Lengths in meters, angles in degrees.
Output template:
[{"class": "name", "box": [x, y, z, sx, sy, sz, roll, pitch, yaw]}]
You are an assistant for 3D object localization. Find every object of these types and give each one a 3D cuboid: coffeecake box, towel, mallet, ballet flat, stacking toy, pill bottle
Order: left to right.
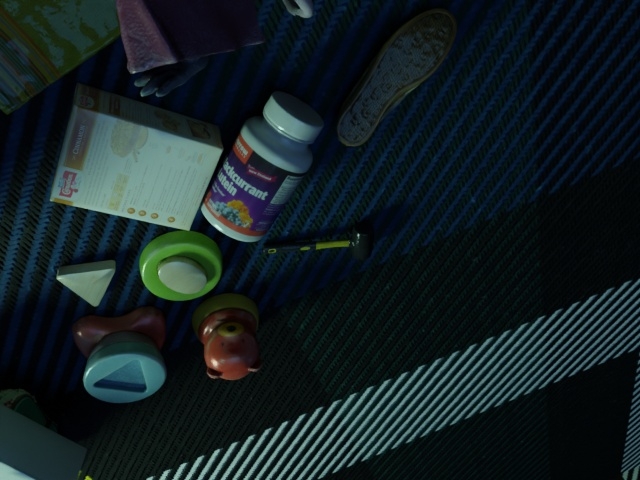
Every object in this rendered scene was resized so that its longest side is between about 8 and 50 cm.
[{"class": "ballet flat", "box": [-0.540, 0.350, 1.047, 0.077, 0.091, 0.241, 9, 127, 13]}, {"class": "towel", "box": [-0.304, -0.245, 0.651, 0.237, 0.021, 0.102, -31, 132, 8]}, {"class": "coffeecake box", "box": [-0.243, -0.104, 0.757, 0.185, 0.068, 0.142, 13, 124, -28]}, {"class": "stacking toy", "box": [-0.256, 0.145, 0.922, 0.308, 0.130, 0.280, -16, 132, -6]}, {"class": "pill bottle", "box": [-0.078, -0.102, 0.789, 0.108, 0.108, 0.194, 19, 120, -31]}, {"class": "mallet", "box": [0.000, 0.000, 0.953, 0.189, 0.039, 0.062, 1, 130, -14]}]

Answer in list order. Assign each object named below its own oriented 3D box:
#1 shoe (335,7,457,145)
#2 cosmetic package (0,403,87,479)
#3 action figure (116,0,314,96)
[{"class": "shoe", "box": [0.095, -0.226, 0.784, 0.076, 0.058, 0.219, 39, 107, -17]}, {"class": "cosmetic package", "box": [-0.633, 0.396, 0.962, 0.377, 0.097, 0.284, -33, 122, 23]}, {"class": "action figure", "box": [-0.142, -0.328, 0.486, 0.275, 0.248, 0.370, -20, 130, -12]}]
